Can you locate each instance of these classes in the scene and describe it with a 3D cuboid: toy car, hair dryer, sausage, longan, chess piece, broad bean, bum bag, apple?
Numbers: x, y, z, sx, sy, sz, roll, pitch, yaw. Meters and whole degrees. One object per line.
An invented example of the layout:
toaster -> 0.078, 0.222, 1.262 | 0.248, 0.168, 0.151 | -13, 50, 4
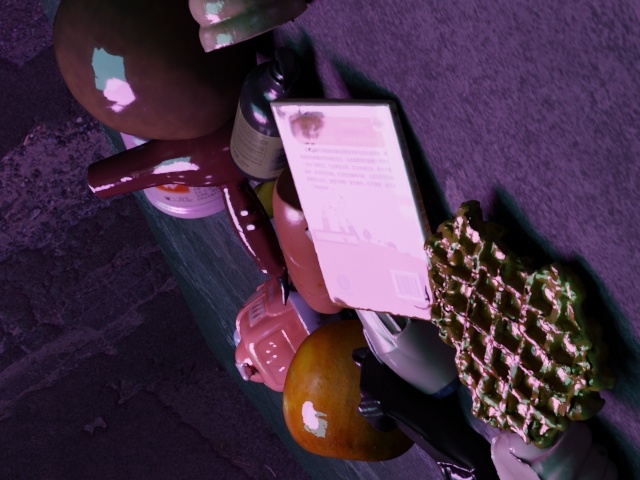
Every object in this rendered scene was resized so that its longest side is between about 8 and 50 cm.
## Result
toy car -> -0.046, 0.150, 2.231 | 0.180, 0.212, 0.270 | 61, -175, -13
hair dryer -> 0.070, 0.061, 1.861 | 0.296, 0.119, 0.298 | 53, 177, -28
sausage -> 0.000, 0.000, 1.974 | 0.121, 0.121, 0.304 | 51, 165, 28
longan -> -0.229, -0.278, 1.864 | 0.297, 0.297, 0.297 | 54, 167, 18
chess piece -> -0.127, -0.366, 1.580 | 0.261, 0.143, 0.143 | 65, 166, -16
hair dryer -> -0.161, -0.033, 2.064 | 0.123, 0.313, 0.340 | -73, -40, -69
broad bean -> -0.071, -0.091, 2.199 | 0.318, 0.056, 0.098 | 116, 137, -67
bum bag -> 0.161, 0.271, 1.851 | 0.326, 0.079, 0.142 | 39, -155, 1
apple -> 0.057, 0.229, 2.017 | 0.237, 0.237, 0.207 | 141, 137, -77

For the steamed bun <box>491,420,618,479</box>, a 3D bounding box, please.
steamed bun -> 0.289, 0.277, 1.581 | 0.183, 0.106, 0.183 | 50, 166, 17

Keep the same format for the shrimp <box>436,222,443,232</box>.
shrimp -> 0.221, 0.102, 1.551 | 0.296, 0.058, 0.169 | 56, 175, 26

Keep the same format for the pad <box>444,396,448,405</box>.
pad -> 0.142, 0.231, 2.129 | 0.243, 0.004, 0.163 | 48, 148, 49

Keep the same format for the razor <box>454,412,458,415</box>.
razor -> 0.257, 0.396, 2.124 | 0.111, 0.056, 0.278 | -12, 107, 37

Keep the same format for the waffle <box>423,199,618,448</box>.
waffle -> 0.205, 0.088, 1.423 | 0.291, 0.051, 0.291 | 33, 132, 47

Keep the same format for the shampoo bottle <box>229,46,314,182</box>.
shampoo bottle -> -0.063, -0.177, 1.817 | 0.101, 0.101, 0.284 | 55, 161, 13

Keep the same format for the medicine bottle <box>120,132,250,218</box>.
medicine bottle -> -0.233, -0.201, 2.195 | 0.202, 0.202, 0.316 | 50, 166, 31

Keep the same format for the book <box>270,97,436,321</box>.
book -> 0.051, -0.038, 1.654 | 0.208, 0.020, 0.295 | 8, 123, 46
